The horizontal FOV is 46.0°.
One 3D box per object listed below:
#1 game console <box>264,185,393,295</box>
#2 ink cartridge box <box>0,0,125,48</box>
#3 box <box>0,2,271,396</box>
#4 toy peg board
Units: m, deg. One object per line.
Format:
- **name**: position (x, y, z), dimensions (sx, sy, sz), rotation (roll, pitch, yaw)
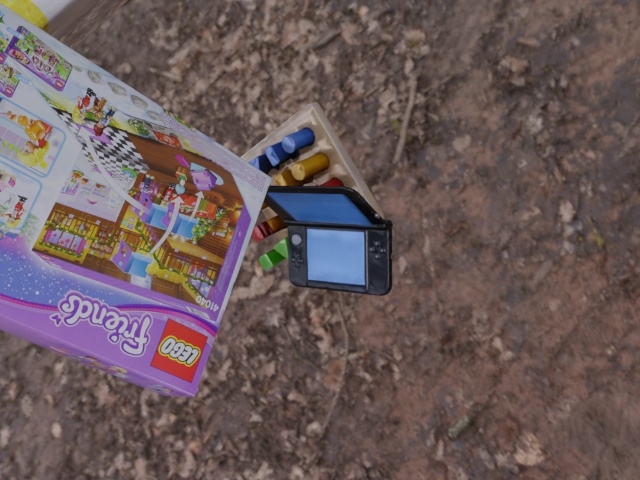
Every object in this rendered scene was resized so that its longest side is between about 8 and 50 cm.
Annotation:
- **game console**: position (0.000, 0.000, 0.717), dimensions (0.122, 0.071, 0.107), rotation (4, 98, 37)
- **ink cartridge box**: position (-0.333, -0.254, 0.779), dimensions (0.385, 0.160, 0.279), rotation (-50, 17, -16)
- **box**: position (-0.190, -0.028, 0.560), dimensions (0.057, 0.293, 0.201), rotation (-12, 54, 50)
- **toy peg board**: position (-0.036, -0.052, 0.901), dimensions (0.161, 0.161, 0.079), rotation (-30, 1, 44)
